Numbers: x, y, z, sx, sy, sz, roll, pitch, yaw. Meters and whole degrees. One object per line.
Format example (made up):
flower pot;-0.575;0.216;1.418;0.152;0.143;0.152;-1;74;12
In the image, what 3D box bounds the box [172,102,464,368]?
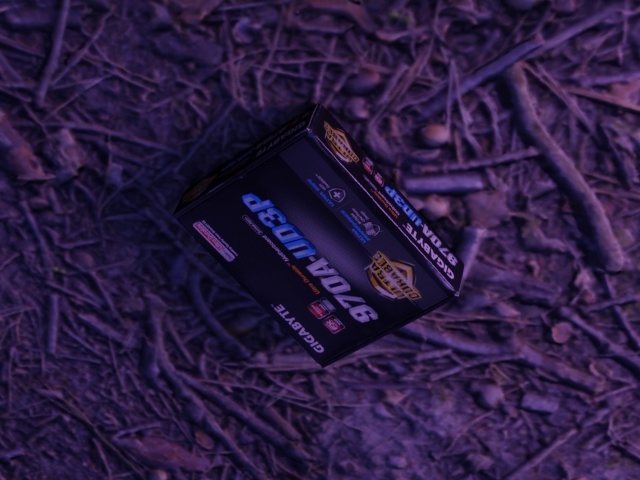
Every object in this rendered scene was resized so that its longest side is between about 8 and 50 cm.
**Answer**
box;0.000;0.000;1.409;0.175;0.051;0.220;-30;114;31
